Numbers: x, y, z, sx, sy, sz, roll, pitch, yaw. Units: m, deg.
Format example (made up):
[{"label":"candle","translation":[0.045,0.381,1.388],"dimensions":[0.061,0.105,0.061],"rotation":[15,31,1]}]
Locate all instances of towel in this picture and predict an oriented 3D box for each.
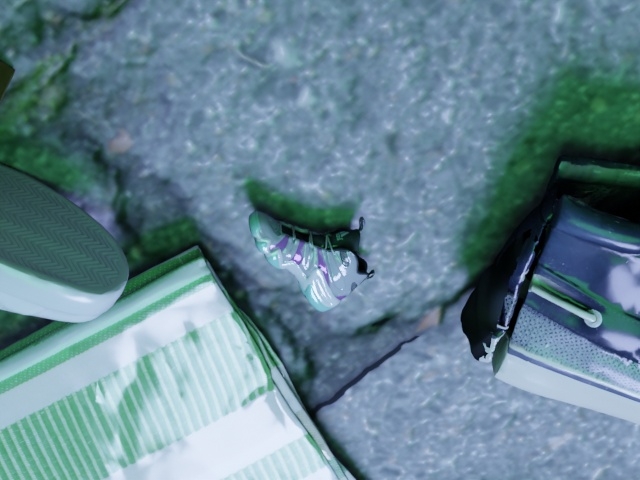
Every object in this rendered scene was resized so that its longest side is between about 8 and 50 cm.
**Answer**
[{"label":"towel","translation":[-0.112,0.181,1.167],"dimensions":[0.248,0.038,0.325],"rotation":[-28,118,6]}]

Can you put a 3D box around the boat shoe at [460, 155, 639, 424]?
[{"label":"boat shoe","translation":[0.280,0.054,1.046],"dimensions":[0.340,0.127,0.158],"rotation":[14,127,-6]}]

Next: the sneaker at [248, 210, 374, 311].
[{"label":"sneaker","translation":[0.000,0.000,1.078],"dimensions":[0.069,0.038,0.098],"rotation":[-34,124,17]}]

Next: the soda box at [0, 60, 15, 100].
[{"label":"soda box","translation":[-0.295,-0.128,0.994],"dimensions":[0.181,0.058,0.061],"rotation":[33,116,-17]}]

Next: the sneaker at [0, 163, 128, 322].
[{"label":"sneaker","translation":[-0.288,0.024,1.064],"dimensions":[0.292,0.108,0.169],"rotation":[22,120,0]}]
